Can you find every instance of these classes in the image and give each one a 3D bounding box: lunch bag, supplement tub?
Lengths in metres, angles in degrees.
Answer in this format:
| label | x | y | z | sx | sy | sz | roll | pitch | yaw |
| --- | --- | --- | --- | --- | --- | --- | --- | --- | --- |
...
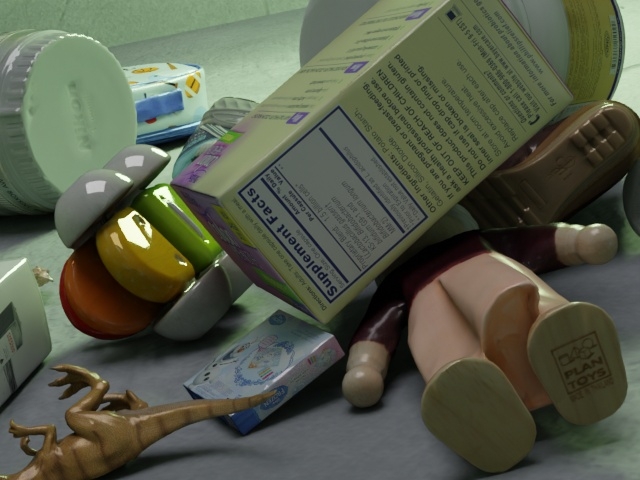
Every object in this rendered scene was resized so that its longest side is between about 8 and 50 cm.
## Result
| label | x | y | z | sx | sy | sz | roll | pitch | yaw |
| --- | --- | --- | --- | --- | --- | --- | --- | --- | --- |
| lunch bag | -0.313 | -0.171 | 2.040 | 0.303 | 0.115 | 0.243 | -19 | 17 | -35 |
| supplement tub | 0.141 | -0.182 | 1.415 | 0.241 | 0.241 | 0.331 | -4 | 5 | 26 |

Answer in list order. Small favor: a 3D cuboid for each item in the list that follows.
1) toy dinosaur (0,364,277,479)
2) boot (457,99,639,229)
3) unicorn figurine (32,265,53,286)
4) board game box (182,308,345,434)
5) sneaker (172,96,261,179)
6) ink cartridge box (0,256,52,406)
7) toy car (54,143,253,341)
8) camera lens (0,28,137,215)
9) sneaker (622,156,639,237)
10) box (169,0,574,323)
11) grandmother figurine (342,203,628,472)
| label | x | y | z | sx | sy | sz | roll | pitch | yaw |
| --- | --- | --- | --- | --- | --- | --- | --- | --- | --- |
| toy dinosaur | -0.130 | 0.126 | 0.966 | 0.211 | 0.064 | 0.112 | -22 | 34 | -3 |
| boot | 0.165 | -0.028 | 1.261 | 0.248 | 0.090 | 0.207 | -32 | -7 | 3 |
| unicorn figurine | -0.334 | 0.046 | 1.401 | 0.162 | 0.060 | 0.111 | 3 | 13 | -9 |
| board game box | -0.040 | 0.089 | 1.024 | 0.090 | 0.020 | 0.090 | -38 | 23 | -15 |
| sneaker | -0.039 | -0.070 | 1.555 | 0.283 | 0.110 | 0.122 | 6 | 46 | 42 |
| ink cartridge box | -0.319 | 0.094 | 1.131 | 0.158 | 0.092 | 0.218 | -8 | 14 | 12 |
| toy car | -0.150 | 0.019 | 1.231 | 0.136 | 0.159 | 0.182 | -45 | 2 | 24 |
| camera lens | -0.387 | -0.138 | 1.778 | 0.274 | 0.219 | 0.219 | -2 | 18 | 33 |
| sneaker | 0.371 | -0.038 | 1.116 | 0.147 | 0.104 | 0.296 | 1 | -5 | -33 |
| box | 0.029 | -0.072 | 1.102 | 0.243 | 0.117 | 0.213 | -41 | 14 | -8 |
| grandmother figurine | 0.101 | 0.037 | 1.000 | 0.208 | 0.104 | 0.342 | -19 | 16 | -5 |
